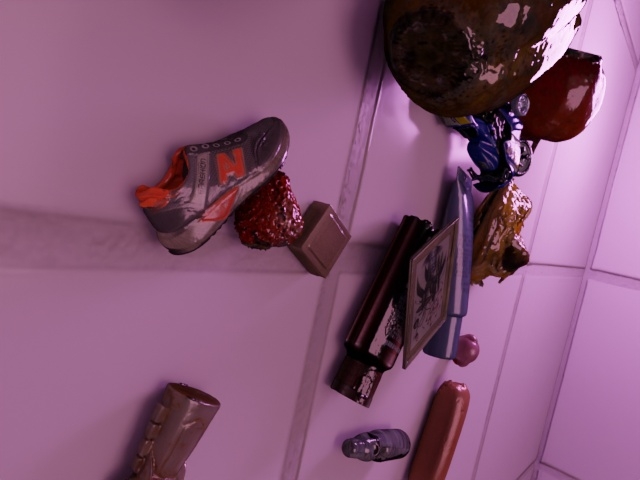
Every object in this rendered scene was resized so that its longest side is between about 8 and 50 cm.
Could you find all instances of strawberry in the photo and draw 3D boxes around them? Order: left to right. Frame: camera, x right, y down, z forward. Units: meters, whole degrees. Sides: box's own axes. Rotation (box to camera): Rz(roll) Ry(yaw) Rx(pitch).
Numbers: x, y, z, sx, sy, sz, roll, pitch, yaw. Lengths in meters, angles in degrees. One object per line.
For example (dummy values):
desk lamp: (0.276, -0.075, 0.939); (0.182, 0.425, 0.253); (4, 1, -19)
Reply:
strawberry: (-0.059, -0.035, 0.536); (0.083, 0.083, 0.097); (21, 77, -50)

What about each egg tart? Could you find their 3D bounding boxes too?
egg tart: (0.437, -0.007, 1.074); (0.297, 0.132, 0.297); (-39, 138, -46)

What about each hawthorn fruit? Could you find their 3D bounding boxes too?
hawthorn fruit: (0.519, -0.313, 1.022); (0.215, 0.215, 0.250); (10, 94, -50)

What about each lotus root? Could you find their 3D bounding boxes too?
lotus root: (0.230, -0.318, 0.657); (0.346, 0.250, 0.251); (-42, 130, -34)

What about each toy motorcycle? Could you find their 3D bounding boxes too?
toy motorcycle: (0.329, -0.204, 0.899); (0.315, 0.113, 0.169); (39, 76, -33)

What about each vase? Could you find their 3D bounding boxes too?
vase: (0.106, 0.399, 0.882); (0.211, 0.059, 0.060); (26, 82, -50)

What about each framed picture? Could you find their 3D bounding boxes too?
framed picture: (0.191, 0.091, 0.791); (0.173, 0.010, 0.232); (-35, 132, -41)

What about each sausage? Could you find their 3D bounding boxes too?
sausage: (0.287, 0.479, 1.101); (0.086, 0.086, 0.289); (28, 82, -50)

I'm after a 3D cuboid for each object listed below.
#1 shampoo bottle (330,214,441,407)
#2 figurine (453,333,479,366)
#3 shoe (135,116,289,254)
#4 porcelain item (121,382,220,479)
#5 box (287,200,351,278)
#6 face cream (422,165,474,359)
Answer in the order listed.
shampoo bottle: (0.120, 0.121, 0.791); (0.129, 0.084, 0.323); (41, 72, -50)
figurine: (0.358, 0.272, 1.127); (0.066, 0.071, 0.083); (17, 79, -9)
shoe: (-0.106, -0.077, 0.473); (0.194, 0.074, 0.077); (-51, 130, -22)
porcelain item: (-0.190, 0.268, 0.500); (0.084, 0.054, 0.213); (40, 72, -46)
box: (0.000, 0.000, 0.646); (0.079, 0.035, 0.083); (-56, 138, -20)
face cream: (0.275, 0.049, 0.948); (0.135, 0.086, 0.386); (11, 87, -60)
